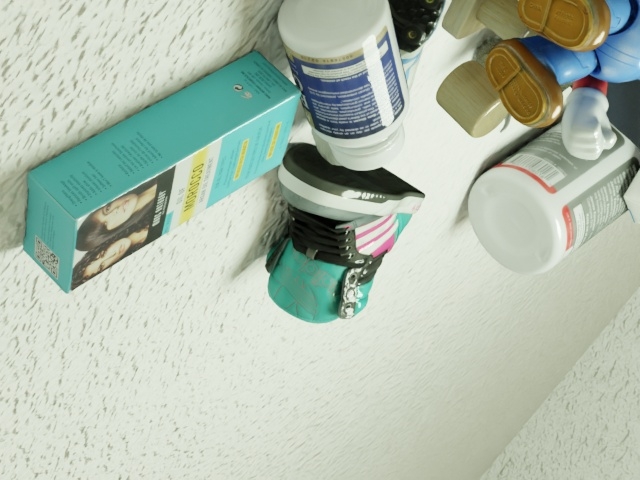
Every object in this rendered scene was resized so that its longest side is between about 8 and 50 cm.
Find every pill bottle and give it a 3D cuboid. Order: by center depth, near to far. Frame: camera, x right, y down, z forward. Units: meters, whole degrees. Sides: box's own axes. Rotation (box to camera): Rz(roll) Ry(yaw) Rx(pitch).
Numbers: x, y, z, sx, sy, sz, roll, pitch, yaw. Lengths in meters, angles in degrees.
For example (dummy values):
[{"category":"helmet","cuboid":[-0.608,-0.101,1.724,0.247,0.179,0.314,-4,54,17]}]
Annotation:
[{"category":"pill bottle","cuboid":[0.026,-0.140,1.217,0.094,0.094,0.169,-41,143,-17]},{"category":"pill bottle","cuboid":[0.355,-0.082,1.992,0.283,0.161,0.161,-32,156,-35]}]

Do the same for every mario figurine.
[{"category":"mario figurine","cuboid":[0.307,-0.181,1.271,0.320,0.170,0.198,-21,-177,-41]}]

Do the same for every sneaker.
[{"category":"sneaker","cuboid":[0.057,-0.175,1.315,0.086,0.085,0.237,-55,173,-51]},{"category":"sneaker","cuboid":[0.000,0.000,1.482,0.178,0.124,0.295,-60,160,10]}]

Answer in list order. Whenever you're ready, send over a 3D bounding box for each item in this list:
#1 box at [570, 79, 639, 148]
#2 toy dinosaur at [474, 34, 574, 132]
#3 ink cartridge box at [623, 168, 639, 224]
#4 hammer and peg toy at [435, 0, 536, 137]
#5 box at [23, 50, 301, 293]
[{"category":"box","cuboid":[0.515,-0.304,1.851,0.296,0.183,0.294,-29,154,-38]},{"category":"toy dinosaur","cuboid":[0.271,-0.225,1.652,0.160,0.121,0.313,-41,169,21]},{"category":"ink cartridge box","cuboid":[0.499,-0.085,1.954,0.143,0.090,0.092,-58,149,-10]},{"category":"hammer and peg toy","cuboid":[0.219,-0.287,1.349,0.266,0.127,0.361,-31,156,-42]},{"category":"box","cuboid":[-0.128,-0.060,1.165,0.244,0.060,0.100,-34,157,-33]}]
